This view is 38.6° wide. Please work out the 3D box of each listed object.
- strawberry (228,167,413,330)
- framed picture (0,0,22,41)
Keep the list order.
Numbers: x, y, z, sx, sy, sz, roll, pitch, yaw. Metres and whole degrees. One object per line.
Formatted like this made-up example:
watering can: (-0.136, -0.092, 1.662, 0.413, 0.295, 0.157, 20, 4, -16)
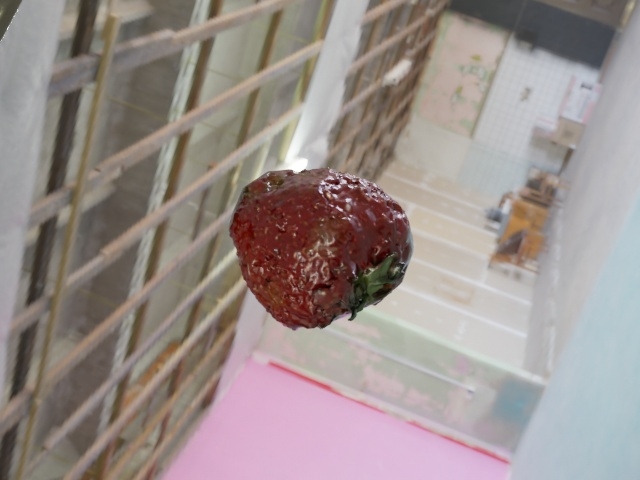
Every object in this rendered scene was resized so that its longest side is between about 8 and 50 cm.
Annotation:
strawberry: (-0.001, 0.000, 0.513, 0.106, 0.106, 0.106, 21, -90, -83)
framed picture: (-0.340, -0.088, 0.576, 0.213, 0.016, 0.289, -52, -16, 23)
